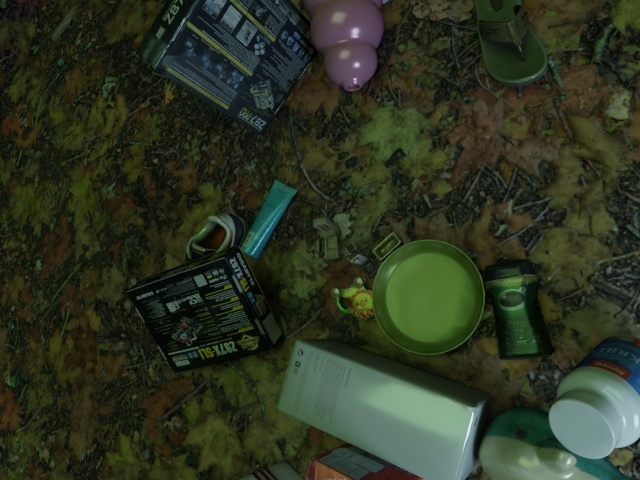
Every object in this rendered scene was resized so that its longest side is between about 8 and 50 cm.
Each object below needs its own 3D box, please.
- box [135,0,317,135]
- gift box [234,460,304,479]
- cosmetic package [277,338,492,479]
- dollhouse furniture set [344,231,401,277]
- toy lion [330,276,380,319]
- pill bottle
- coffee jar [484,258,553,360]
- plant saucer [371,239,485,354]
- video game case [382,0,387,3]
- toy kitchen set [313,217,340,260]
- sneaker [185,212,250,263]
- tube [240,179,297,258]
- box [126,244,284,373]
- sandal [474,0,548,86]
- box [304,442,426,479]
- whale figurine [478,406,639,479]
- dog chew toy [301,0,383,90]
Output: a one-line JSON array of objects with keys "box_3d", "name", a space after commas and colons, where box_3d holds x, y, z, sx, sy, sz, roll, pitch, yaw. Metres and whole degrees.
[{"box_3d": [-0.193, -0.470, 1.170, 0.097, 0.394, 0.318, 39, 100, 29], "name": "box"}, {"box_3d": [-0.108, 0.648, 0.965, 0.258, 0.276, 0.255, 33, 101, 28], "name": "gift box"}, {"box_3d": [0.126, 0.316, 0.948, 0.365, 0.197, 0.155, 15, 87, 31], "name": "cosmetic package"}, {"box_3d": [0.110, 0.011, 1.084, 0.114, 0.081, 0.091, -43, 63, 14], "name": "dollhouse furniture set"}, {"box_3d": [0.083, 0.138, 1.104, 0.100, 0.034, 0.096, -26, 76, 22], "name": "toy lion"}, {"box_3d": [0.453, 0.243, 0.757, 0.124, 0.221, 0.124, 21, 119, 44], "name": "pill bottle"}, {"box_3d": [0.373, 0.130, 0.920, 0.096, 0.079, 0.185, -13, 74, 28], "name": "coffee jar"}, {"box_3d": [0.226, 0.119, 1.025, 0.240, 0.037, 0.241, -6, 77, 27], "name": "plant saucer"}, {"box_3d": [0.203, -0.728, 1.224, 0.201, 0.023, 0.184, -32, 66, 19], "name": "video game case"}, {"box_3d": [0.000, 0.000, 1.149, 0.068, 0.075, 0.083, -10, 71, 27], "name": "toy kitchen set"}, {"box_3d": [-0.300, 0.077, 1.269, 0.126, 0.127, 0.321, 19, 90, 29], "name": "sneaker"}, {"box_3d": [-0.138, -0.055, 1.255, 0.080, 0.052, 0.207, 28, 88, 25], "name": "tube"}, {"box_3d": [-0.288, 0.179, 1.195, 0.321, 0.079, 0.257, -19, 107, 24], "name": "box"}, {"box_3d": [0.388, -0.459, 1.031, 0.120, 0.086, 0.303, -20, 71, 24], "name": "sandal"}, {"box_3d": [0.094, 0.460, 0.872, 0.154, 0.300, 0.142, 15, 87, 29], "name": "box"}, {"box_3d": [0.408, 0.368, 0.798, 0.271, 0.216, 0.141, 6, 51, 35], "name": "whale figurine"}, {"box_3d": [0.063, -0.527, 1.166, 0.206, 0.206, 0.332, -9, 84, 26], "name": "dog chew toy"}]
